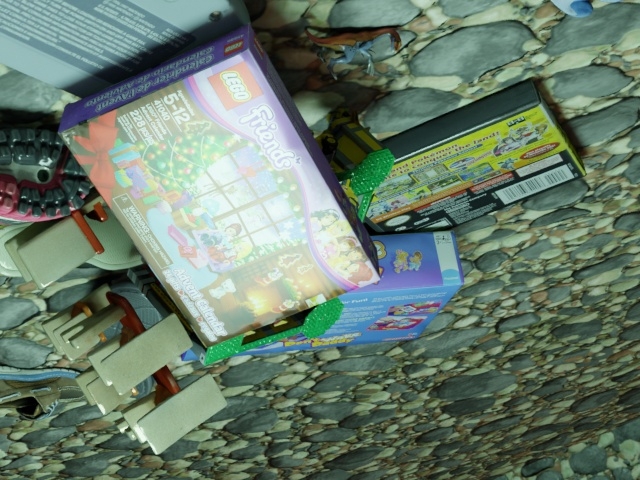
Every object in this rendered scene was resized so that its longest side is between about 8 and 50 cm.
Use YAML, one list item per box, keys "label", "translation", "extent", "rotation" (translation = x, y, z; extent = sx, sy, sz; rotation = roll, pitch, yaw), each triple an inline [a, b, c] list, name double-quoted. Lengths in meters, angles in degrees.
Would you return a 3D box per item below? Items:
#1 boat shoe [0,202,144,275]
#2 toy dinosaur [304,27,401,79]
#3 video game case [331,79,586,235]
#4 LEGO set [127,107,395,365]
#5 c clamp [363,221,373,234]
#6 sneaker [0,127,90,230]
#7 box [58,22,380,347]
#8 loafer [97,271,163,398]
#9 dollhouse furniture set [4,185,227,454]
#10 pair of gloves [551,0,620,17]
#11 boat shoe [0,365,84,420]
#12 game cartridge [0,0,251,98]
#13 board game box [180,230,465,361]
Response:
- label: "boat shoe"
  translation: [-0.286, -0.008, 1.606]
  extent: [0.233, 0.084, 0.079]
  rotation: [-5, -167, -36]
- label: "toy dinosaur"
  translation: [0.040, -0.198, 1.409]
  extent: [0.082, 0.047, 0.090]
  rotation: [-35, 143, 0]
- label: "video game case"
  translation: [0.173, -0.087, 1.726]
  extent: [0.274, 0.035, 0.248]
  rotation: [-22, 155, 16]
- label: "LEGO set"
  translation: [-0.082, -0.033, 1.558]
  extent: [0.255, 0.192, 0.331]
  rotation: [-23, 143, -32]
- label: "c clamp"
  translation: [0.000, 0.000, 1.825]
  extent: [0.137, 0.022, 0.160]
  rotation: [-29, 153, 29]
- label: "sneaker"
  translation: [-0.384, -0.058, 1.372]
  extent: [0.299, 0.121, 0.112]
  rotation: [9, 164, -36]
- label: "box"
  translation: [-0.092, -0.044, 1.347]
  extent: [0.200, 0.057, 0.293]
  rotation: [-23, 123, 13]
- label: "loafer"
  translation: [-0.248, 0.107, 1.860]
  extent: [0.109, 0.095, 0.302]
  rotation: [19, 146, -1]
- label: "dollhouse furniture set"
  translation: [-0.212, 0.078, 1.494]
  extent: [0.135, 0.259, 0.262]
  rotation: [-34, -163, -18]
- label: "pair of gloves"
  translation: [0.280, -0.284, 1.382]
  extent: [0.159, 0.023, 0.198]
  rotation: [-6, 153, -18]
- label: "boat shoe"
  translation: [-0.416, 0.226, 2.012]
  extent: [0.183, 0.066, 0.066]
  rotation: [7, 148, -39]
- label: "game cartridge"
  translation: [-0.202, -0.213, 1.222]
  extent: [0.196, 0.060, 0.294]
  rotation: [-24, 154, 27]
- label: "board game box"
  translation: [-0.008, 0.077, 1.868]
  extent: [0.347, 0.078, 0.233]
  rotation: [-4, 159, -15]
